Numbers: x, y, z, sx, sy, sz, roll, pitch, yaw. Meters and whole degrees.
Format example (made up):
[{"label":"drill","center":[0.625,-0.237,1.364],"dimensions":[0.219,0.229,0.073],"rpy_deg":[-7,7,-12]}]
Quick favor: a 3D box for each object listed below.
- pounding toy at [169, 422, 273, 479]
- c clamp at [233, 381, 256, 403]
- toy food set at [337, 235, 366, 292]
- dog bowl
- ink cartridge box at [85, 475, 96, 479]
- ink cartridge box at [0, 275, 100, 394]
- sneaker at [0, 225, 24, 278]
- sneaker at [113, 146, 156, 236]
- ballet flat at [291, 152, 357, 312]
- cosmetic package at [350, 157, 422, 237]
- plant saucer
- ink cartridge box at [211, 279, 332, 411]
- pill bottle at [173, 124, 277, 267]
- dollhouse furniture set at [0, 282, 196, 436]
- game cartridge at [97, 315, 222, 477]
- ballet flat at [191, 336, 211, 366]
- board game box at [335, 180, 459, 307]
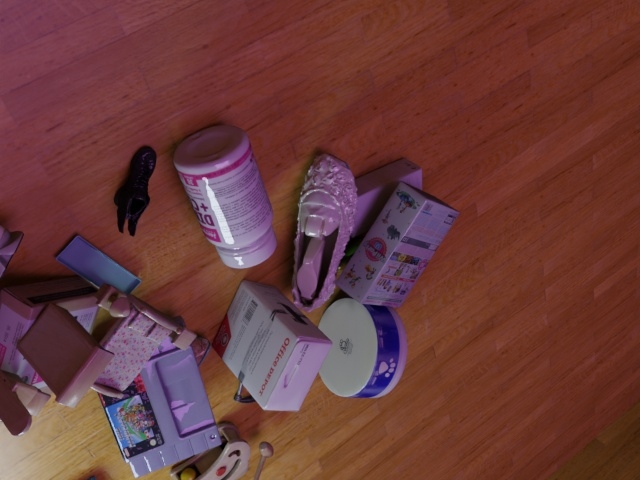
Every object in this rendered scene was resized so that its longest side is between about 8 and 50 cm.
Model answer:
[{"label":"pounding toy","center":[-0.249,0.600,1.861],"dimensions":[0.270,0.155,0.154],"rpy_deg":[-29,134,-20]},{"label":"c clamp","center":[-0.194,0.370,1.863],"dimensions":[0.137,0.022,0.160],"rpy_deg":[-10,119,-38]},{"label":"toy food set","center":[0.096,0.050,1.874],"dimensions":[0.132,0.038,0.192],"rpy_deg":[-32,130,-18]},{"label":"dog bowl","center":[0.103,0.283,1.861],"dimensions":[0.104,0.265,0.264],"rpy_deg":[9,109,-37]},{"label":"ink cartridge box","center":[-0.589,0.646,1.707],"dimensions":[0.123,0.052,0.088],"rpy_deg":[-25,128,-24]},{"label":"ink cartridge box","center":[-0.557,0.200,1.396],"dimensions":[0.193,0.088,0.234],"rpy_deg":[-13,128,-65]},{"label":"sneaker","center":[-0.686,0.095,1.285],"dimensions":[0.146,0.122,0.330],"rpy_deg":[26,100,-25]},{"label":"sneaker","center":[-0.365,-0.100,1.409],"dimensions":[0.051,0.089,0.170],"rpy_deg":[23,100,-42]},{"label":"ballet flat","center":[0.000,0.000,1.685],"dimensions":[0.147,0.147,0.408],"rpy_deg":[-11,122,-32]},{"label":"cosmetic package","center":[0.148,-0.111,1.789],"dimensions":[0.231,0.085,0.117],"rpy_deg":[-23,128,-22]},{"label":"plant saucer","center":[-0.466,0.060,1.479],"dimensions":[0.067,0.018,0.192],"rpy_deg":[-48,132,-4]},{"label":"ink cartridge box","center":[-0.120,0.248,1.669],"dimensions":[0.114,0.273,0.196],"rpy_deg":[16,106,-41]},{"label":"pill bottle","center":[-0.193,-0.087,1.496],"dimensions":[0.160,0.160,0.283],"rpy_deg":[-31,130,-18]},{"label":"dollhouse furniture set","center":[-0.403,0.277,1.374],"dimensions":[0.303,0.174,0.355],"rpy_deg":[-53,144,-5]},{"label":"game cartridge","center":[-0.382,0.370,1.629],"dimensions":[0.230,0.068,0.354],"rpy_deg":[-21,115,-19]},{"label":"ballet flat","center":[-0.339,0.318,1.702],"dimensions":[0.067,0.073,0.206],"rpy_deg":[26,96,-16]},{"label":"board game box","center":[0.199,0.019,1.767],"dimensions":[0.224,0.097,0.303],"rpy_deg":[14,110,-57]}]
